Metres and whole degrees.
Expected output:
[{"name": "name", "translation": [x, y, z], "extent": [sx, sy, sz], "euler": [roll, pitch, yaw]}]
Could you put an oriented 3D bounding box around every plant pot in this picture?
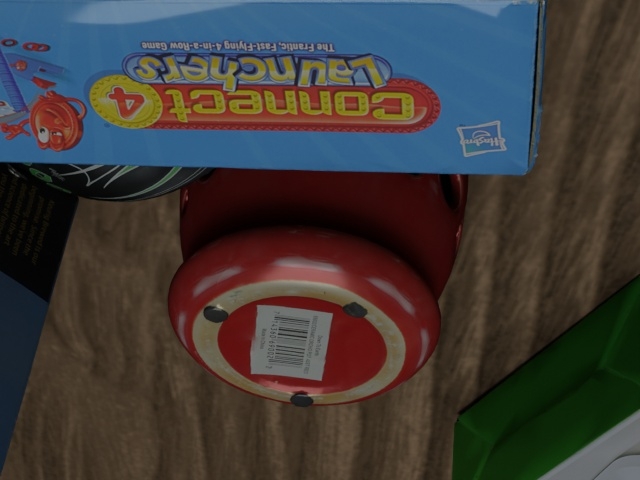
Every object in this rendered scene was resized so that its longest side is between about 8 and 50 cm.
[{"name": "plant pot", "translation": [0.000, 0.000, 0.874], "extent": [0.191, 0.174, 0.191], "euler": [3, 141, 2]}]

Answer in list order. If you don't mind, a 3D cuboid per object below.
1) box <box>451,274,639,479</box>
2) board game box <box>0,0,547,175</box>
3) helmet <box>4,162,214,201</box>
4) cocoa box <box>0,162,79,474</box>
[{"name": "box", "translation": [0.269, 0.172, 1.076], "extent": [0.231, 0.127, 0.262], "euler": [26, 136, -18]}, {"name": "board game box", "translation": [-0.060, -0.169, 0.572], "extent": [0.308, 0.302, 0.086], "euler": [2, 141, 7]}, {"name": "helmet", "translation": [-0.108, -0.105, 0.783], "extent": [0.161, 0.169, 0.169], "euler": [-3, 143, 40]}, {"name": "cocoa box", "translation": [-0.343, 0.087, 0.895], "extent": [0.228, 0.347, 0.231], "euler": [35, 134, -30]}]
